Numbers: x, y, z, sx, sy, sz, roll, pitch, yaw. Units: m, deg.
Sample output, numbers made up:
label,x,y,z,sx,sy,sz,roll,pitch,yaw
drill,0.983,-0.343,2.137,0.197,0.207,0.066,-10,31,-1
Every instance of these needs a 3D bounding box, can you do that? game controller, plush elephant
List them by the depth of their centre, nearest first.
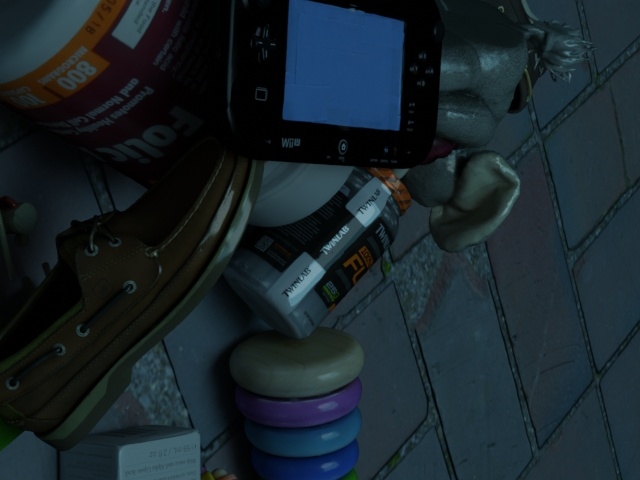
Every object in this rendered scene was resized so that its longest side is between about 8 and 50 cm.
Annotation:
label,x,y,z,sx,sy,sz,roll,pitch,yaw
game controller,0.012,-0.148,1.289,0.319,0.067,0.166,-1,86,-54
plush elephant,0.112,-0.145,1.675,0.330,0.272,0.255,6,127,-22

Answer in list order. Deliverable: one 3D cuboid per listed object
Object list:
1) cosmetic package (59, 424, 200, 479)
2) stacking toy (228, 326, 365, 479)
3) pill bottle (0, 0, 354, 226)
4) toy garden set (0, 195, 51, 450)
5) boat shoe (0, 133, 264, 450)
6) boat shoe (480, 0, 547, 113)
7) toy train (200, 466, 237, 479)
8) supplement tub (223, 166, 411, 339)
label,x,y,z,sx,sy,sz,roll,pitch,yaw
cosmetic package,-0.176,0.294,1.407,0.117,0.085,0.231,-4,93,-52
stacking toy,-0.017,0.264,1.599,0.141,0.141,0.330,-25,118,-50
pill bottle,-0.140,-0.165,1.328,0.392,0.224,0.224,31,66,-48
toy garden set,-0.297,0.048,1.272,0.204,0.049,0.244,-41,122,-42
boat shoe,-0.166,0.029,1.233,0.104,0.111,0.307,35,90,-27
boat shoe,0.191,-0.275,1.858,0.324,0.117,0.096,46,53,-50
toy train,-0.080,0.280,1.497,0.046,0.166,0.125,-31,97,-5
supplement tub,0.000,0.000,1.560,0.190,0.117,0.117,-47,130,-13
